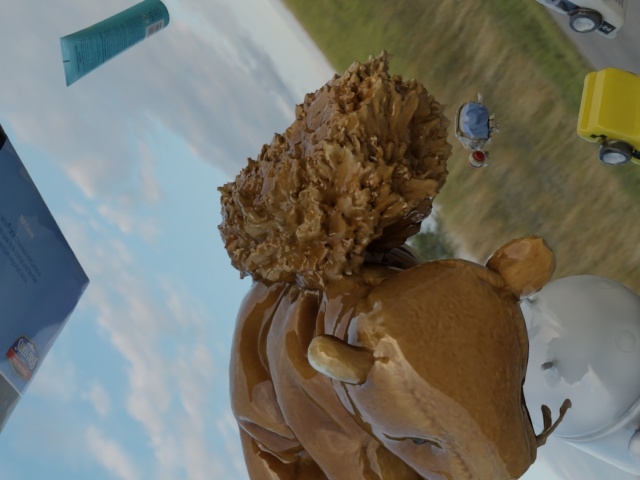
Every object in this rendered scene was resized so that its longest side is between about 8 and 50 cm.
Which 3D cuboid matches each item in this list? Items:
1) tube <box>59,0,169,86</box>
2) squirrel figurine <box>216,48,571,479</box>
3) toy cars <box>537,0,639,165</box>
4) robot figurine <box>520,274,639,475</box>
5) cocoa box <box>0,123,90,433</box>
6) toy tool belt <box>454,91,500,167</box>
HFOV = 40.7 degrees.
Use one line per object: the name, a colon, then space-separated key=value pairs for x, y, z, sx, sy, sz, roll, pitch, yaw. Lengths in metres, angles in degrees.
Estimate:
tube: x=-0.315 y=-0.310 z=1.313 sx=0.052 sy=0.207 sz=0.080 roll=21 pitch=133 yaw=25
squirrel figurine: x=0.035 y=0.053 z=0.730 sx=0.370 sy=0.281 sz=0.396 roll=124 pitch=126 yaw=-79
toy cars: x=0.323 y=-0.213 z=0.925 sx=0.393 sy=0.176 sz=0.087 roll=59 pitch=153 yaw=2
robot figurine: x=0.362 y=0.168 z=1.066 sx=0.353 sy=0.199 sz=0.300 roll=30 pitch=-159 yaw=-32
cocoa box: x=-0.361 y=0.010 z=0.644 sx=0.232 sy=0.228 sz=0.347 roll=19 pitch=153 yaw=11
toy tool belt: x=0.195 y=-0.137 z=1.067 sx=0.051 sy=0.052 sz=0.083 roll=117 pitch=151 yaw=-61
